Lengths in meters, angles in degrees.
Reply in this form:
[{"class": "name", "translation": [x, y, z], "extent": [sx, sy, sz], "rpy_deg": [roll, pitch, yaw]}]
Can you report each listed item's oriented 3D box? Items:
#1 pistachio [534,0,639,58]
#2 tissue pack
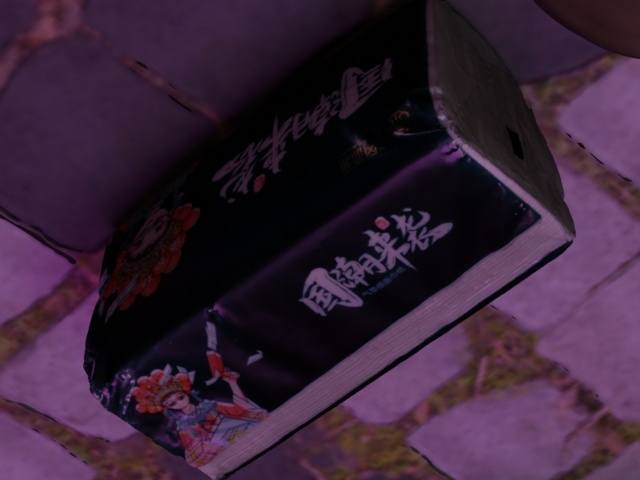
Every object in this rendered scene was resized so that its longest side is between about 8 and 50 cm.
[{"class": "pistachio", "translation": [0.130, -0.107, 0.608], "extent": [0.149, 0.113, 0.113], "rpy_deg": [5, 129, -16]}, {"class": "tissue pack", "translation": [0.001, -0.001, 0.686], "extent": [0.170, 0.103, 0.090], "rpy_deg": [-35, 121, 21]}]
